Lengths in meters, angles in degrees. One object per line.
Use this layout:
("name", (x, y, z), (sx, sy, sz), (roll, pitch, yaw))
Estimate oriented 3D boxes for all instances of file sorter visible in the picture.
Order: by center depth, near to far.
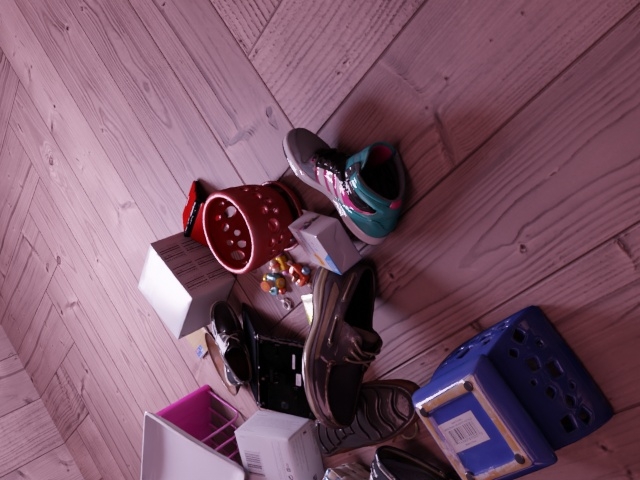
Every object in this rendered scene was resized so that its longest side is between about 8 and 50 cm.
("file sorter", (-0.364, 0.634, 2.139), (0.182, 0.202, 0.291), (26, 126, 35))

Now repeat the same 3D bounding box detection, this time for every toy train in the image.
("toy train", (-0.090, 0.100, 1.704), (0.125, 0.046, 0.166), (51, 137, 18))

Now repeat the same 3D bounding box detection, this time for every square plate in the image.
("square plate", (-0.360, 0.675, 1.992), (0.344, 0.049, 0.347), (24, 123, 20))

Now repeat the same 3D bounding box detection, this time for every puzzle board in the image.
("puzzle board", (-0.363, 0.290, 2.118), (0.096, 0.011, 0.128), (53, 139, 13))

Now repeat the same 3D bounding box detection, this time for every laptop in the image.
("laptop", (-0.108, 0.316, 1.854), (0.264, 0.136, 0.234), (9, 118, 17))

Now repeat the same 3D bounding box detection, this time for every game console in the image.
("game console", (-0.311, -0.068, 1.886), (0.144, 0.085, 0.124), (119, 149, -43))

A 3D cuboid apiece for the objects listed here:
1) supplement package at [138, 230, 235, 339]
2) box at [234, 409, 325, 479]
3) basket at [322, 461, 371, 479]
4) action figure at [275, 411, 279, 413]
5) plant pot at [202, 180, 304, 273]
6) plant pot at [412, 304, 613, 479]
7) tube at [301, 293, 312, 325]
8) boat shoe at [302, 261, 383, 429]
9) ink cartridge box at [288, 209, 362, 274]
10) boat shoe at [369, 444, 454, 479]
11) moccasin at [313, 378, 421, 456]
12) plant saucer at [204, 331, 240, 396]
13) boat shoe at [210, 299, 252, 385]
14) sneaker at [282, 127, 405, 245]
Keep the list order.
("supplement package", (-0.368, 0.117, 1.932), (0.203, 0.149, 0.194), (48, 136, 20))
("box", (-0.106, 0.561, 1.862), (0.182, 0.119, 0.181), (-2, 108, 33))
("basket", (0.075, 0.702, 1.675), (0.254, 0.201, 0.289), (27, 95, 38))
("action figure", (-0.101, 0.526, 1.939), (0.038, 0.030, 0.115), (-38, 81, 44))
("plant pot", (-0.145, -0.041, 1.596), (0.191, 0.174, 0.191), (23, 125, 38))
("plant pot", (0.314, 0.287, 1.232), (0.236, 0.212, 0.236), (56, 138, 10))
("tube", (0.016, 0.238, 1.651), (0.070, 0.062, 0.240), (-16, 92, 9))
("boat shoe", (0.051, 0.208, 1.460), (0.130, 0.132, 0.355), (-11, 73, 43))
("ink cartridge box", (0.000, 0.000, 1.485), (0.104, 0.061, 0.181), (57, 165, -22))
("boat shoe", (0.238, 0.534, 1.487), (0.302, 0.114, 0.091), (18, 126, 24))
("moccasin", (0.123, 0.392, 1.561), (0.139, 0.147, 0.380), (66, 146, 23))
("plant saucer", (-0.268, 0.341, 1.989), (0.198, 0.036, 0.199), (48, 152, 36))
("boat shoe", (-0.232, 0.268, 1.867), (0.079, 0.084, 0.233), (148, 107, -69))
("sneaker", (0.055, -0.145, 1.365), (0.295, 0.124, 0.178), (47, 142, 10))
